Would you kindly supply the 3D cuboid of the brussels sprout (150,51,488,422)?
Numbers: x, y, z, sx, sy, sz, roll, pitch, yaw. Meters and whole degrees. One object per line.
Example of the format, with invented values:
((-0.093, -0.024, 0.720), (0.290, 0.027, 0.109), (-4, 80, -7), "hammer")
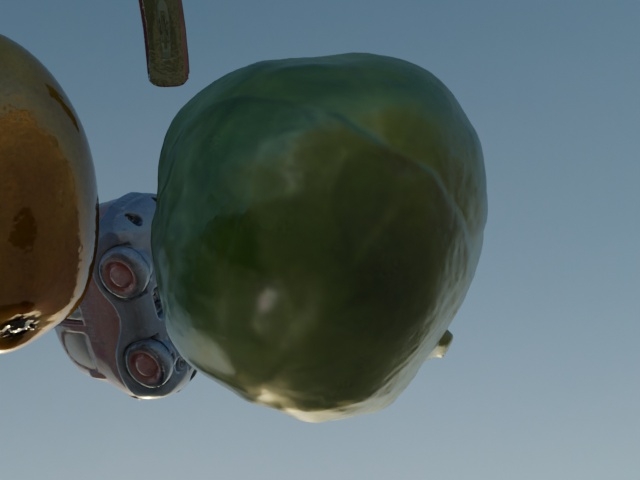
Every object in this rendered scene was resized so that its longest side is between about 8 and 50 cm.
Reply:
((0.000, 0.000, 0.605), (0.244, 0.244, 0.244), (-16, -46, -17), "brussels sprout")

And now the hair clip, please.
((-0.194, -0.257, 1.222), (0.054, 0.022, 0.137), (-2, -63, 4), "hair clip")

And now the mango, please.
((-0.379, -0.061, 1.122), (0.263, 0.378, 0.221), (-14, -8, 27), "mango")

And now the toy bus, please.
((-0.285, 0.078, 1.426), (0.231, 0.197, 0.294), (-2, -67, 24), "toy bus")
